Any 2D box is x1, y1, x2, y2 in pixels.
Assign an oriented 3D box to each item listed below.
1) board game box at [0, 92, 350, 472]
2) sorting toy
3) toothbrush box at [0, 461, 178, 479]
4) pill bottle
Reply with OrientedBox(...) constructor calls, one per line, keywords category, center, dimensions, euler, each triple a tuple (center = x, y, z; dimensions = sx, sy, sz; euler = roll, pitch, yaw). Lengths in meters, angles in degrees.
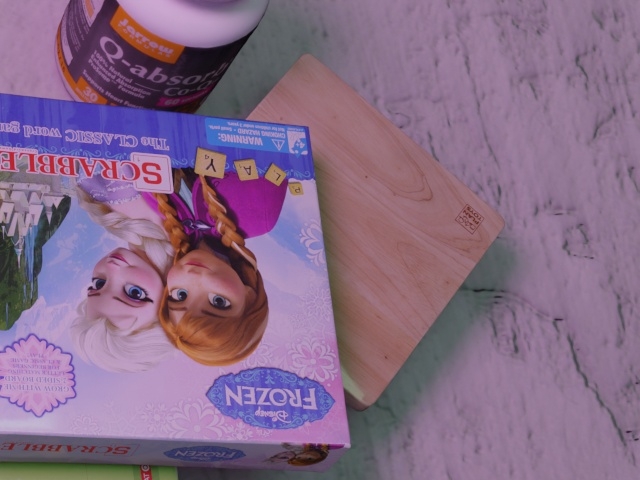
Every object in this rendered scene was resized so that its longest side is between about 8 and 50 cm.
OrientedBox(category="board game box", center=(-0.146, 0.036, 1.635), dimensions=(0.318, 0.066, 0.318), euler=(4, 61, -23))
OrientedBox(category="sorting toy", center=(0.000, 0.000, 1.825), dimensions=(0.257, 0.089, 0.255), euler=(41, 60, -3))
OrientedBox(category="toothbrush box", center=(-0.267, 0.228, 1.597), dimensions=(0.283, 0.122, 0.206), euler=(-1, 67, -24))
OrientedBox(category="pill bottle", center=(-0.137, -0.223, 1.754), dimensions=(0.162, 0.278, 0.162), euler=(8, 66, -18))
